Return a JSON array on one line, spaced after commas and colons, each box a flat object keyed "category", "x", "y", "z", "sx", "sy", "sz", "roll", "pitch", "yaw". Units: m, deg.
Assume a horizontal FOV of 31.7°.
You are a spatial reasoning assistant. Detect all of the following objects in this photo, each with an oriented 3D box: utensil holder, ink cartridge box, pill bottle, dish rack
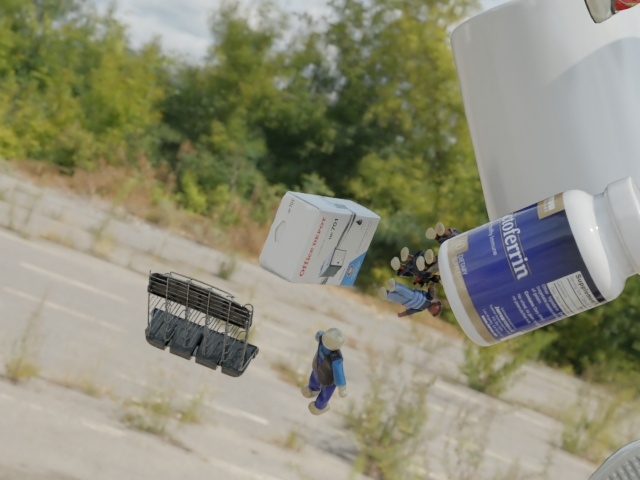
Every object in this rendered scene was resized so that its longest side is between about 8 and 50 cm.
[{"category": "utensil holder", "x": 0.392, "y": -0.180, "z": 1.784, "sx": 0.328, "sy": 0.385, "sz": 0.327, "roll": -14, "pitch": -3, "yaw": -1}, {"category": "ink cartridge box", "x": 0.000, "y": 0.000, "z": 1.924, "sx": 0.082, "sy": 0.139, "sz": 0.191, "roll": 29, "pitch": 13, "yaw": 31}, {"category": "pill bottle", "x": 0.298, "y": 0.025, "z": 1.451, "sx": 0.265, "sy": 0.153, "sz": 0.153, "roll": -23, "pitch": -17, "yaw": 20}, {"category": "dish rack", "x": -0.205, "y": 0.132, "z": 1.941, "sx": 0.208, "sy": 0.074, "sz": 0.271, "roll": 19, "pitch": -34, "yaw": 4}]

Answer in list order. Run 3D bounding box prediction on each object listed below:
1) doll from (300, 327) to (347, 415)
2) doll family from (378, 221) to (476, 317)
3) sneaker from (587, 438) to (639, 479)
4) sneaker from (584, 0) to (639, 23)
[{"category": "doll", "x": 0.012, "y": 0.215, "z": 1.892, "sx": 0.046, "sy": 0.189, "sz": 0.129, "roll": -8, "pitch": 48, "yaw": -22}, {"category": "doll family", "x": 0.177, "y": 0.052, "z": 1.723, "sx": 0.111, "sy": 0.076, "sz": 0.193, "roll": 18, "pitch": -40, "yaw": -35}, {"category": "sneaker", "x": 0.396, "y": 0.365, "z": 1.498, "sx": 0.126, "sy": 0.321, "sz": 0.127, "roll": 32, "pitch": 27, "yaw": 11}, {"category": "sneaker", "x": 0.331, "y": -0.343, "z": 1.250, "sx": 0.118, "sy": 0.107, "sz": 0.279, "roll": -18, "pitch": -17, "yaw": 17}]
